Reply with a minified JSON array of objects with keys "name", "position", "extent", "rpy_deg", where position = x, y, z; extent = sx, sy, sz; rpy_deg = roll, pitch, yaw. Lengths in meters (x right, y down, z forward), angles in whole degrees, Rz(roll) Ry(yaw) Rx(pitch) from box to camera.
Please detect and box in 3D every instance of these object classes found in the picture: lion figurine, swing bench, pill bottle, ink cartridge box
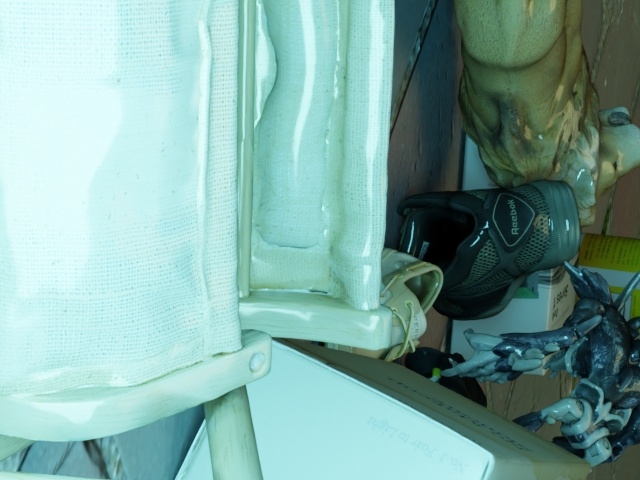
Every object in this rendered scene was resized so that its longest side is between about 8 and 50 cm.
[{"name":"lion figurine","position":[0.150,-0.164,1.491],"extent":[0.392,0.142,0.240],"rpy_deg":[40,48,-65]},{"name":"swing bench","position":[-0.065,-0.046,0.762],"extent":[0.254,0.165,0.253],"rpy_deg":[-56,149,-70]},{"name":"pill bottle","position":[0.325,0.055,2.097],"extent":[0.117,0.215,0.117],"rpy_deg":[7,90,-74]},{"name":"ink cartridge box","position":[0.182,-0.003,1.786],"extent":[0.160,0.092,0.219],"rpy_deg":[-35,130,-69]}]

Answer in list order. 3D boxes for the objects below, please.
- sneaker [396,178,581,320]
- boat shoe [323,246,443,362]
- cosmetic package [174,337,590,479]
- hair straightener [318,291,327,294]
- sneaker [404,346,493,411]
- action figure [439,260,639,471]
[{"name":"sneaker","position":[0.102,0.010,1.544],"extent":[0.227,0.130,0.087],"rpy_deg":[140,-54,-69]},{"name":"boat shoe","position":[0.046,0.053,1.382],"extent":[0.170,0.059,0.063],"rpy_deg":[-57,150,-58]},{"name":"cosmetic package","position":[0.048,0.146,1.185],"extent":[0.113,0.160,0.309],"rpy_deg":[-64,163,0]},{"name":"hair straightener","position":[0.000,0.000,1.244],"extent":[0.230,0.047,0.089],"rpy_deg":[13,85,-79]},{"name":"sneaker","position":[0.077,0.135,1.546],"extent":[0.235,0.084,0.097],"rpy_deg":[-12,84,-75]},{"name":"action figure","position":[0.168,0.126,1.456],"extent":[0.164,0.141,0.275],"rpy_deg":[61,40,-21]}]
